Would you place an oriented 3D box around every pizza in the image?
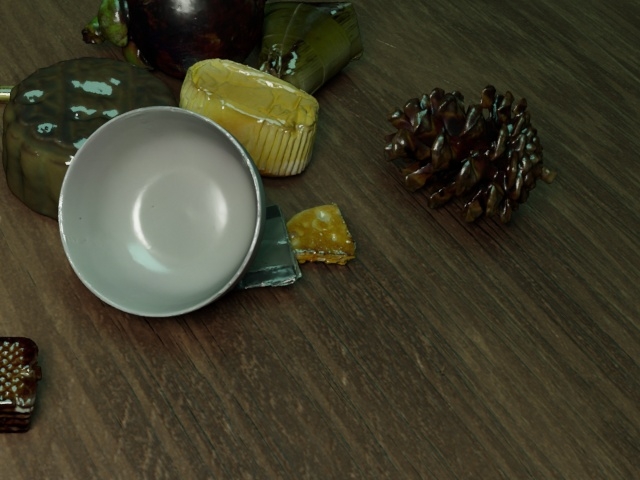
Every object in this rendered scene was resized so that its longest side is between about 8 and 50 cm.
[{"bbox_3d":[0.000,0.000,1.472,0.130,0.041,0.178,21,42,10],"label":"pizza"}]

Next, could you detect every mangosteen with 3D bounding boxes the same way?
[{"bbox_3d":[-0.252,-0.436,1.694,0.311,0.311,0.311,9,42,-8],"label":"mangosteen"}]

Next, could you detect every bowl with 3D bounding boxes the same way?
[{"bbox_3d":[-0.207,-0.039,1.290,0.287,0.287,0.144,24,5,10],"label":"bowl"}]

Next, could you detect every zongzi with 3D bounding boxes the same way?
[{"bbox_3d":[-0.101,-0.379,1.805,0.300,0.145,0.274,17,44,27],"label":"zongzi"}]

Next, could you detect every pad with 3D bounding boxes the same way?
[{"bbox_3d":[-0.157,0.016,1.395,0.233,0.022,0.174,-8,46,-9],"label":"pad"}]

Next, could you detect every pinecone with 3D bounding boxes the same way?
[{"bbox_3d":[0.251,-0.153,1.570,0.309,0.244,0.244,15,40,20],"label":"pinecone"}]

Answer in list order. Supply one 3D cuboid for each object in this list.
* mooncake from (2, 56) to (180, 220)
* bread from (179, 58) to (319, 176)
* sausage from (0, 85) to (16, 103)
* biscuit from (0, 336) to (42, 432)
[{"bbox_3d":[-0.359,-0.161,1.449,0.290,0.161,0.290,7,44,-7],"label":"mooncake"},{"bbox_3d":[-0.127,-0.207,1.587,0.250,0.133,0.179,19,38,0],"label":"bread"},{"bbox_3d":[-0.454,-0.253,1.614,0.269,0.033,0.033,0,44,-16],"label":"sausage"},{"bbox_3d":[-0.538,0.174,1.101,0.388,0.073,0.107,2,45,-14],"label":"biscuit"}]
